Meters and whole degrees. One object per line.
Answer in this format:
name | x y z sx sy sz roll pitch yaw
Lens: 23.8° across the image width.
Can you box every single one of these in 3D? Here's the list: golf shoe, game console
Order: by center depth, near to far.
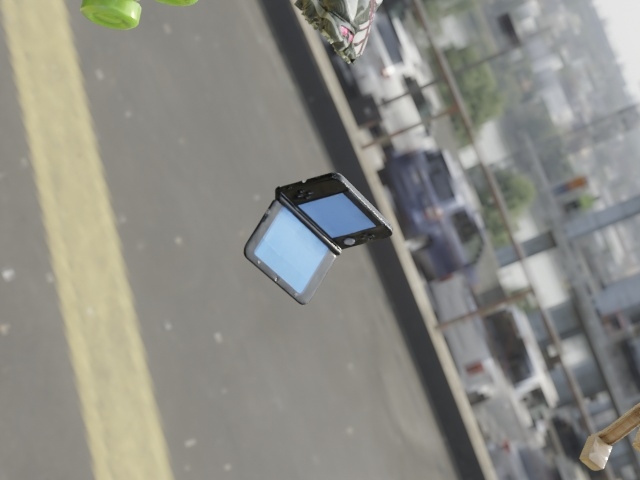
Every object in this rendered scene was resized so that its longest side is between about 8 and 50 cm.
game console | 0.000 0.000 1.511 0.122 0.107 0.071 43 41 -47
golf shoe | 0.044 -0.313 2.055 0.105 0.120 0.273 45 3 -1

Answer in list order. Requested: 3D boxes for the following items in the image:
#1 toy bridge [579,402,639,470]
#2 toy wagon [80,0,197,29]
toy bridge | 0.336 0.186 1.529 0.026 0.188 0.063 38 59 -13
toy wagon | -0.115 -0.338 1.373 0.068 0.344 0.267 17 78 -32
